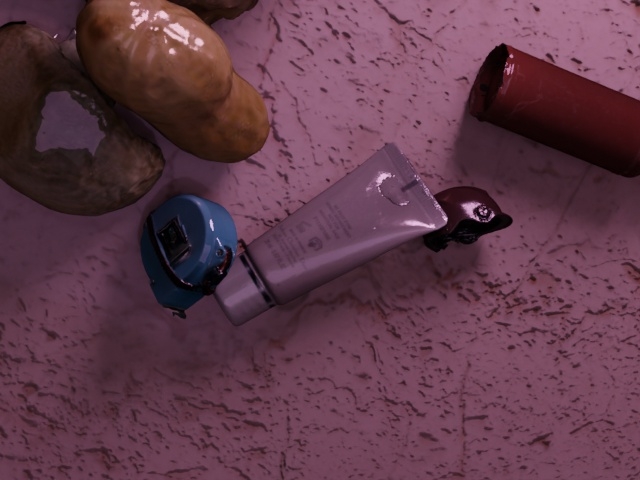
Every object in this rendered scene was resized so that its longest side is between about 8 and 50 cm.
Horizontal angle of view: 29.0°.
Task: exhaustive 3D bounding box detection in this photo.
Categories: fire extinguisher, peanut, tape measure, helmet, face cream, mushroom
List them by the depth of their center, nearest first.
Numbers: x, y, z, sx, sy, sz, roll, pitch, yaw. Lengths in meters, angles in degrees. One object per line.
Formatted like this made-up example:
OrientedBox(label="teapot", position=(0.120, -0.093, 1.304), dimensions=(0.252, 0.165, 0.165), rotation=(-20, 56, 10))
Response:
OrientedBox(label="peanut", position=(-0.163, -0.188, 1.476), dimensions=(0.147, 0.147, 0.319), rotation=(-47, 140, 2))
OrientedBox(label="mushroom", position=(-0.323, -0.134, 1.497), dimensions=(0.189, 0.164, 0.267), rotation=(-35, 107, -3))
OrientedBox(label="tape measure", position=(-0.166, 0.008, 1.576), dimensions=(0.125, 0.146, 0.081), rotation=(-41, 148, 24))
OrientedBox(label="face cream", position=(0.000, 0.000, 1.624), dimensions=(0.314, 0.089, 0.143), rotation=(-32, 65, -1))
OrientedBox(label="helmet", position=(0.188, -0.037, 1.660), dimensions=(0.123, 0.098, 0.070), rotation=(-17, 75, -12))
OrientedBox(label="fire extinguisher", position=(0.374, -0.175, 1.663), dimensions=(0.336, 0.106, 0.147), rotation=(19, 73, -15))

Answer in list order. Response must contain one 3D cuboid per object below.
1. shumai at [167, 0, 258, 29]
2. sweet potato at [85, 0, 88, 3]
OrientedBox(label="shumai", position=(-0.130, -0.403, 1.503), dimensions=(0.346, 0.217, 0.283), rotation=(27, 129, -3))
OrientedBox(label="sweet potato", position=(-0.306, -0.401, 1.462), dimensions=(0.108, 0.079, 0.346), rotation=(-24, 117, -32))
